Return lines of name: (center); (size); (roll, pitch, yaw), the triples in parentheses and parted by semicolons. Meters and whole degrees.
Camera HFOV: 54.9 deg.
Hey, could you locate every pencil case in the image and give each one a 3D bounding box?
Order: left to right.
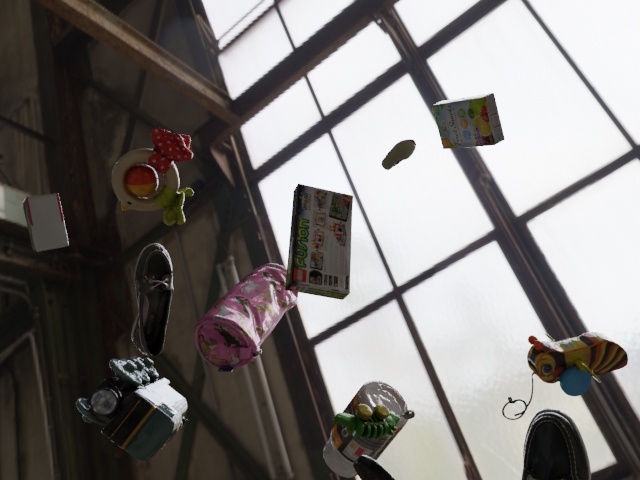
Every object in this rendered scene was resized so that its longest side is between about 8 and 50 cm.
pencil case: (-0.186, 0.194, 1.667); (0.160, 0.167, 0.386); (-23, 13, 24)

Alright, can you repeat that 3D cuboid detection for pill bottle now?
pill bottle: (0.125, 0.550, 1.783); (0.162, 0.162, 0.278); (6, -54, -37)

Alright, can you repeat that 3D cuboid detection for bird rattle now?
bird rattle: (-0.416, -0.157, 1.544); (0.207, 0.143, 0.253); (-9, -53, -13)

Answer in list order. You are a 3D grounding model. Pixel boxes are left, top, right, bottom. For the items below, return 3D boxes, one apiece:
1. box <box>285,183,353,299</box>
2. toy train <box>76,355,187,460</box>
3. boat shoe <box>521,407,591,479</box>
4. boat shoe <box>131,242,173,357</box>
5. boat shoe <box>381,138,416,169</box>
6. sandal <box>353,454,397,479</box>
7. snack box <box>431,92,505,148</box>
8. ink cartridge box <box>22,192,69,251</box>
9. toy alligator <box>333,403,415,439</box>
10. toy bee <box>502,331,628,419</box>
box: (0.000, 0.000, 1.142); (0.114, 0.207, 0.036); (12, -28, -15)
toy train: (-0.375, 0.345, 1.284); (0.142, 0.190, 0.334); (-51, -2, -9)
boat shoe: (0.384, 0.437, 1.021); (0.114, 0.302, 0.091); (-6, -8, 33)
boat shoe: (-0.466, 0.175, 1.744); (0.112, 0.095, 0.335); (-6, -63, -40)
boat shoe: (0.206, -0.225, 1.581); (0.043, 0.049, 0.137); (-39, 0, -32)
sandal: (0.178, 0.587, 1.073); (0.107, 0.445, 0.167); (-30, -8, -22)
snack box: (0.304, -0.244, 1.273); (0.037, 0.100, 0.141); (-28, 20, -30)
ink cartridge box: (-0.565, -0.036, 1.263); (0.063, 0.109, 0.150); (-12, 6, -27)
toy alligator: (0.109, 0.332, 1.109); (0.190, 0.051, 0.056); (10, -58, -33)
toy bee: (0.544, 0.276, 1.392); (0.298, 0.195, 0.162); (-32, -69, -22)
